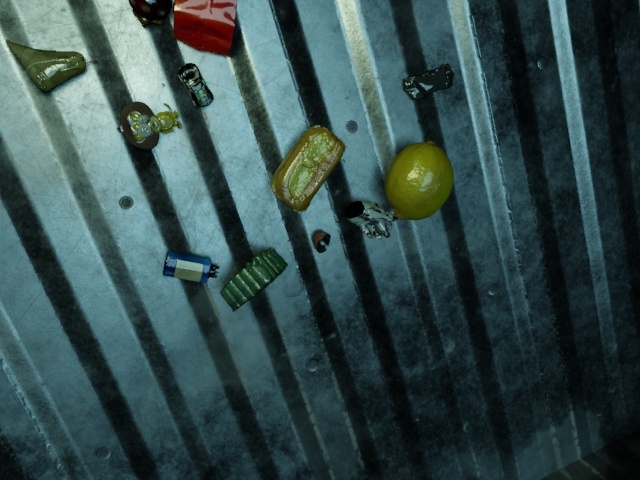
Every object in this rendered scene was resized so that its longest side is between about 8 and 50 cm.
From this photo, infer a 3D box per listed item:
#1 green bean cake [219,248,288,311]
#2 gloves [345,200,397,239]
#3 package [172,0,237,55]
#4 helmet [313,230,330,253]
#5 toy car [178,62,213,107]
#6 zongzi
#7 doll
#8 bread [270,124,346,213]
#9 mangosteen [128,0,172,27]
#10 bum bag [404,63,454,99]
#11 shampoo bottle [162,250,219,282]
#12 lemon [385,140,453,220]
[{"bbox_3d":[-0.231,0.132,1.785,0.208,0.193,0.107,-42,91,21],"label":"green bean cake"},{"bbox_3d":[0.188,-0.081,1.869,0.127,0.111,0.212,-49,146,18],"label":"gloves"},{"bbox_3d":[-0.331,-0.792,1.557,0.195,0.123,0.424,7,98,-15],"label":"package"},{"bbox_3d":[-0.001,0.000,1.860,0.065,0.049,0.084,-23,140,-42],"label":"helmet"},{"bbox_3d":[-0.393,-0.490,1.641,0.069,0.055,0.142,-32,110,-11],"label":"toy car"},{"bbox_3d":[-0.782,-0.548,1.515,0.189,0.081,0.178,-36,99,-11],"label":"zongzi"},{"bbox_3d":[-0.532,-0.369,1.612,0.188,0.096,0.145,-40,117,-15],"label":"doll"},{"bbox_3d":[-0.046,-0.246,1.760,0.152,0.119,0.288,35,91,-23],"label":"bread"},{"bbox_3d":[-0.506,-0.696,1.537,0.140,0.140,0.140,-3,103,-15],"label":"mangosteen"},{"bbox_3d":[0.391,-0.563,1.846,0.197,0.049,0.087,-21,102,-10],"label":"bum bag"},{"bbox_3d":[-0.434,0.093,1.759,0.182,0.050,0.087,12,96,-18],"label":"shampoo bottle"},{"bbox_3d":[0.346,-0.207,1.818,0.235,0.236,0.263,15,129,-18],"label":"lemon"}]
